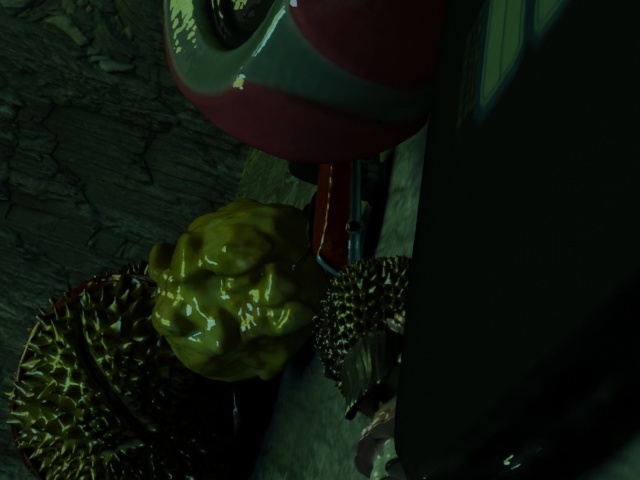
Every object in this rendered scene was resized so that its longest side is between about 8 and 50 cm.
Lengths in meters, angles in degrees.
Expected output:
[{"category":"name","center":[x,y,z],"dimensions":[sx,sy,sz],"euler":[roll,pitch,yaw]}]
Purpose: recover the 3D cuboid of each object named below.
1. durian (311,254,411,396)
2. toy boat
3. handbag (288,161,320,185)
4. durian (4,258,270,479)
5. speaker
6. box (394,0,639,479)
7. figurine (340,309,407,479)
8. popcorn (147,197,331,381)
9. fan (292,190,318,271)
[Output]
[{"category":"durian","center":[0.028,0.069,0.901],"dimensions":[0.110,0.071,0.140],"euler":[118,161,-53]},{"category":"toy boat","center":[0.029,-0.035,1.139],"dimensions":[0.069,0.059,0.172],"euler":[120,158,-58]},{"category":"handbag","center":[0.033,-0.212,1.383],"dimensions":[0.223,0.080,0.246],"euler":[-82,13,-50]},{"category":"durian","center":[-0.215,0.180,1.468],"dimensions":[0.384,0.348,0.347],"euler":[1,-71,-63]},{"category":"speaker","center":[0.006,-0.212,0.931],"dimensions":[0.294,0.294,0.294],"euler":[-163,90,-82]},{"category":"box","center":[0.124,-0.090,0.530],"dimensions":[0.350,0.091,0.359],"euler":[118,166,-56]},{"category":"figurine","center":[0.044,0.104,0.772],"dimensions":[0.129,0.054,0.072],"euler":[-89,22,-55]},{"category":"popcorn","center":[-0.083,0.058,1.275],"dimensions":[0.253,0.191,0.190],"euler":[-101,-3,-76]},{"category":"fan","center":[0.000,0.000,1.167],"dimensions":[0.133,0.005,0.085],"euler":[-48,-57,-54]}]
